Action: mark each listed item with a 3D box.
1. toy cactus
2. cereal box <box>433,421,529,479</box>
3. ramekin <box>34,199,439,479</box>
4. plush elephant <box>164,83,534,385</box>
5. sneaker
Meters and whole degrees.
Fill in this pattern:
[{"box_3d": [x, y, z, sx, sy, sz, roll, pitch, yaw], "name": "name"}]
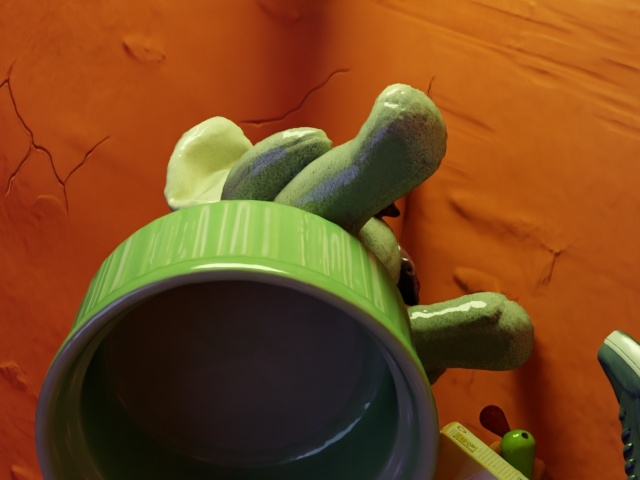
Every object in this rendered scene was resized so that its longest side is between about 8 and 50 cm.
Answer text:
[{"box_3d": [0.155, 0.263, 1.560, 0.180, 0.112, 0.219, 31, 106, 35], "name": "toy cactus"}, {"box_3d": [0.145, 0.284, 1.501, 0.240, 0.047, 0.173, 39, 109, 13], "name": "cereal box"}, {"box_3d": [-0.062, 0.116, 1.475, 0.148, 0.303, 0.303, -89, 20, -60], "name": "ramekin"}, {"box_3d": [0.000, 0.000, 1.642, 0.330, 0.272, 0.255, -27, 26, 15], "name": "plush elephant"}, {"box_3d": [0.226, 0.189, 1.418, 0.163, 0.086, 0.226, -33, 60, 6], "name": "sneaker"}]
